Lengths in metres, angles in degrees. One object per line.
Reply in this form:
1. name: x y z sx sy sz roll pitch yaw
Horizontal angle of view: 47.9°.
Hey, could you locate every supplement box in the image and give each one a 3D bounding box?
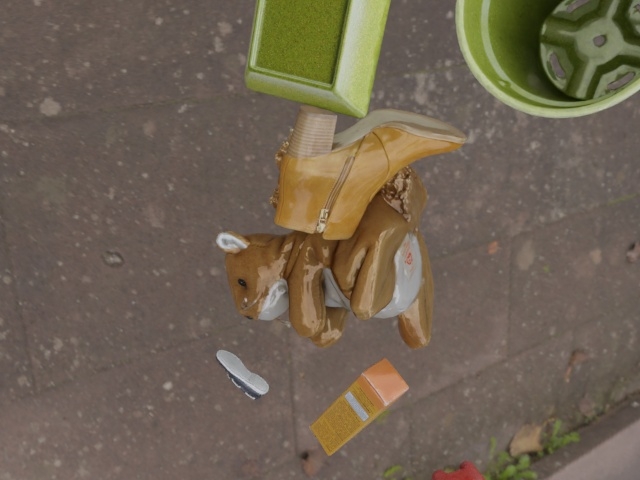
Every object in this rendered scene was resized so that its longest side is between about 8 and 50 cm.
1. supplement box: 0.069 0.323 1.384 0.078 0.080 0.233 -24 156 -44

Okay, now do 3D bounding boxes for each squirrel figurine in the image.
1. squirrel figurine: 0.000 0.000 1.356 0.281 0.370 0.397 22 72 -57

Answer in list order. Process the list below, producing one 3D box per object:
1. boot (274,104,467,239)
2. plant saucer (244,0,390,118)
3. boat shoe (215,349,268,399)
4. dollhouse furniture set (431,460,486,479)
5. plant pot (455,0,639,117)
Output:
1. boot: 0.076 -0.101 1.163 0.295 0.104 0.211 3 117 -17
2. plant saucer: -0.016 -0.264 0.897 0.045 0.188 0.188 -19 124 -60
3. boat shoe: -0.160 0.265 1.416 0.125 0.046 0.038 38 119 -7
4. dollhouse furniture set: 0.209 0.431 0.957 0.201 0.152 0.374 -34 139 2
5. plant pot: 0.354 -0.289 0.967 0.254 0.276 0.276 -4 108 -61
